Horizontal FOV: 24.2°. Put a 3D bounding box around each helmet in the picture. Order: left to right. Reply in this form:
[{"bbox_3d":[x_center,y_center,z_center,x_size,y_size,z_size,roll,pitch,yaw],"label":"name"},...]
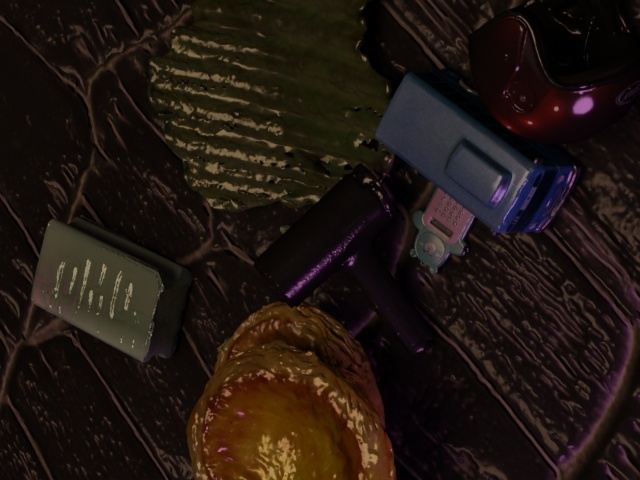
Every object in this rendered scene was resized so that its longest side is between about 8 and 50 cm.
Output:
[{"bbox_3d":[0.278,-0.211,1.762,0.216,0.189,0.193,24,130,33],"label":"helmet"}]

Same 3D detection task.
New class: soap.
[{"bbox_3d":[-0.323,0.074,2.303,0.261,0.094,0.150,24,110,32],"label":"soap"}]

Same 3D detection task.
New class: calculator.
[{"bbox_3d":[0.165,-0.024,1.979,0.094,0.019,0.141,37,116,24],"label":"calculator"}]

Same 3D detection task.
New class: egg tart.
[{"bbox_3d":[-0.026,0.279,1.960,0.319,0.128,0.319,5,100,30],"label":"egg tart"},{"bbox_3d":[-0.018,0.224,2.087,0.295,0.116,0.294,6,102,30],"label":"egg tart"}]

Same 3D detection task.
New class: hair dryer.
[{"bbox_3d":[0.060,0.055,1.979,0.197,0.089,0.251,-42,102,-5],"label":"hair dryer"}]

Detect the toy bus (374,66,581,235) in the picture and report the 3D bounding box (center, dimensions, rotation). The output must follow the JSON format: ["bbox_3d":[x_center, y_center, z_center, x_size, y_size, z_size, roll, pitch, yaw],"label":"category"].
[{"bbox_3d":[0.195,-0.110,1.873,0.234,0.133,0.116,40,117,26],"label":"toy bus"}]

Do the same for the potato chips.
[{"bbox_3d":[-0.060,-0.224,2.067,0.389,0.097,0.373,-12,87,31],"label":"potato chips"}]

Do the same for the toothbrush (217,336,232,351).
[{"bbox_3d":[-0.054,0.306,2.178,0.037,0.028,0.375,-41,72,39],"label":"toothbrush"}]

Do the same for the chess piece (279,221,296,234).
[{"bbox_3d":[0.000,0.000,2.085,0.149,0.059,0.059,21,108,39],"label":"chess piece"}]
